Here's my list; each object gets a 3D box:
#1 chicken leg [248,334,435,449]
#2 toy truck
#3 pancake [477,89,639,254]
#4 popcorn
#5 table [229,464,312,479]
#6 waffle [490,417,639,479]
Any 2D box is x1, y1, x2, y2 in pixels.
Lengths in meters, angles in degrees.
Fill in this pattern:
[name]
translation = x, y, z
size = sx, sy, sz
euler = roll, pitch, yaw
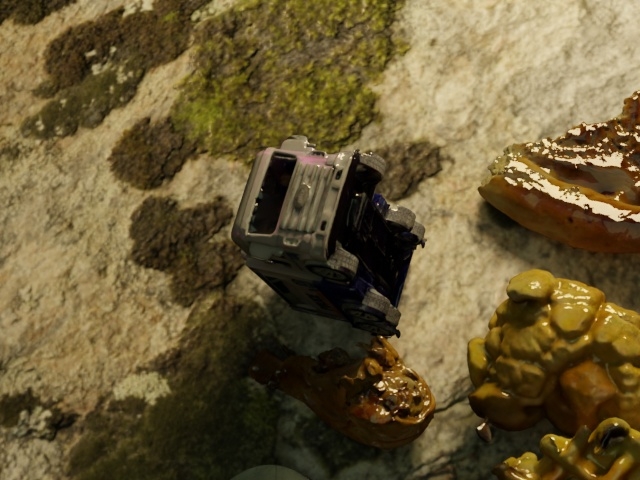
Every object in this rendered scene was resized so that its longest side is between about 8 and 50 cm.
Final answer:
[chicken leg]
translation = 0.017, 0.146, 1.105
size = 0.207, 0.101, 0.085
euler = 15, 45, 29
[toy truck]
translation = 0.000, 0.000, 1.061
size = 0.155, 0.268, 0.124
euler = 11, 74, 21
[pancake]
translation = 0.323, -0.095, 1.117
size = 0.266, 0.057, 0.244
euler = 26, 80, 22
[popcorn]
translation = 0.238, 0.109, 1.030
size = 0.194, 0.140, 0.163
euler = -3, 84, 25
[table]
translation = -0.049, 0.298, 1.091
size = 0.133, 0.043, 0.133
euler = -5, 70, 14
[waffle]
translation = 0.269, 0.304, 0.938
size = 0.329, 0.062, 0.329
euler = 0, 89, 24
